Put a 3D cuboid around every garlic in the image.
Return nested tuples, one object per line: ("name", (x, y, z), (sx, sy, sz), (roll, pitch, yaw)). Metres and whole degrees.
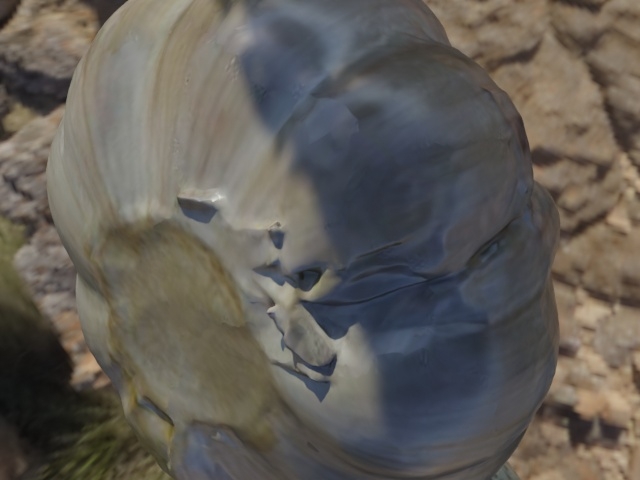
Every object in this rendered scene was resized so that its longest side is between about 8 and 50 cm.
("garlic", (-0.003, -0.003, 0.635), (0.228, 0.152, 0.228), (27, 128, 41))

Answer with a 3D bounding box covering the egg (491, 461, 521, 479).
("egg", (0.034, 0.141, 0.766), (0.132, 0.172, 0.132), (-2, 75, 6))
